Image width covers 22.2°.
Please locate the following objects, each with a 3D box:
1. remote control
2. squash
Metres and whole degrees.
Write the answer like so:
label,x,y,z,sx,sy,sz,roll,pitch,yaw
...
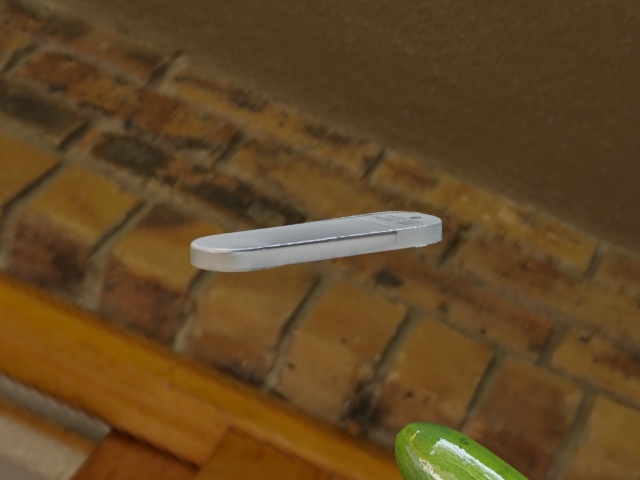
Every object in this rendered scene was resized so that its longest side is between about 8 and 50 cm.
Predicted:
label,x,y,z,sx,sy,sz,roll,pitch,yaw
remote control,0.000,0.000,1.412,0.077,0.245,0.022,18,-68,55
squash,0.179,0.254,1.407,0.292,0.082,0.082,33,-55,26
